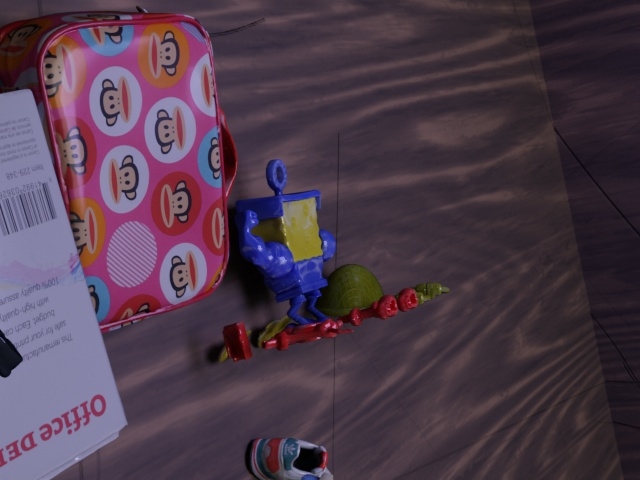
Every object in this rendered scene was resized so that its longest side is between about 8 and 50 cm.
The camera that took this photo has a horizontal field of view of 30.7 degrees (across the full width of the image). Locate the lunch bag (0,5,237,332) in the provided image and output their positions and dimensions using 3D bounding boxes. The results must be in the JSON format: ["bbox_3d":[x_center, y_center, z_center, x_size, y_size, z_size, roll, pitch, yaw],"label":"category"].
[{"bbox_3d":[-0.182,-0.073,1.112,0.258,0.120,0.293,-17,109,-48],"label":"lunch bag"}]

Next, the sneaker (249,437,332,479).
[{"bbox_3d":[-0.015,0.278,1.403,0.161,0.075,0.057,41,48,-47],"label":"sneaker"}]

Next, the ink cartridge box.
[{"bbox_3d":[-0.303,0.052,0.927,0.226,0.131,0.306,-25,104,-59],"label":"ink cartridge box"}]

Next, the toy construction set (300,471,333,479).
[{"bbox_3d":[-0.091,0.377,1.172,0.327,0.151,0.215,-14,119,-52],"label":"toy construction set"}]

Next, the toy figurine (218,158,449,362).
[{"bbox_3d":[0.000,0.000,1.414,0.362,0.191,0.217,-15,89,-61],"label":"toy figurine"}]

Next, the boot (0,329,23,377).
[{"bbox_3d":[-0.347,0.074,0.743,0.246,0.094,0.207,38,80,-7],"label":"boot"}]
